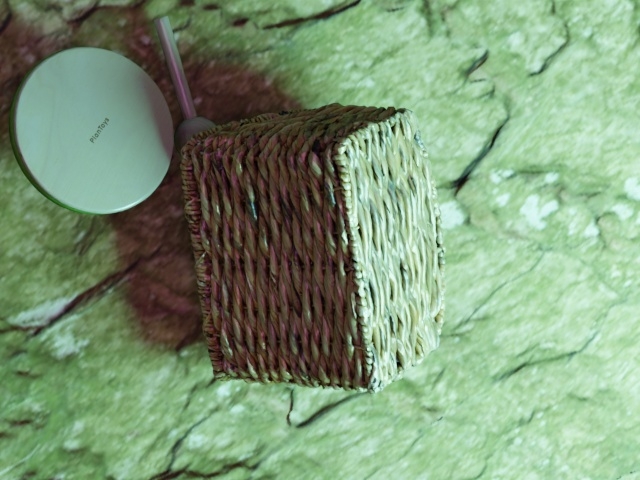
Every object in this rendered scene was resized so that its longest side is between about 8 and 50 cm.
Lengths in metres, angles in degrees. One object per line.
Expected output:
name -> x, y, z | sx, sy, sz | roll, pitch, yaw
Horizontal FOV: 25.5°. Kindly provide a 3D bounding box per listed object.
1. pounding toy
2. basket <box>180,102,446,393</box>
pounding toy -> -0.246, -0.122, 1.561 | 0.237, 0.110, 0.182 | -29, 97, -32
basket -> 0.000, 0.000, 1.593 | 0.223, 0.213, 0.299 | 1, 108, 32
